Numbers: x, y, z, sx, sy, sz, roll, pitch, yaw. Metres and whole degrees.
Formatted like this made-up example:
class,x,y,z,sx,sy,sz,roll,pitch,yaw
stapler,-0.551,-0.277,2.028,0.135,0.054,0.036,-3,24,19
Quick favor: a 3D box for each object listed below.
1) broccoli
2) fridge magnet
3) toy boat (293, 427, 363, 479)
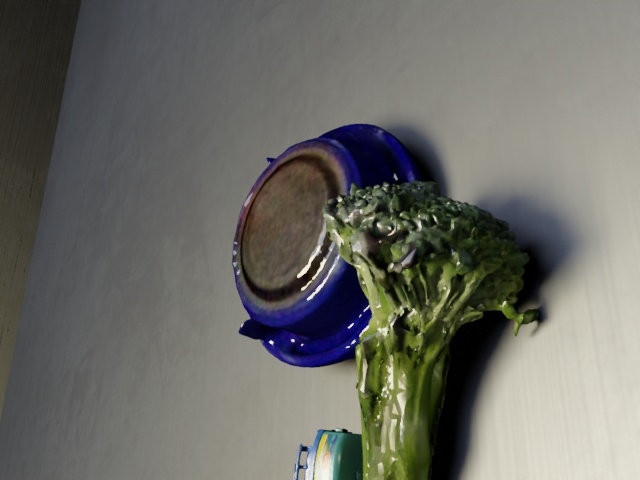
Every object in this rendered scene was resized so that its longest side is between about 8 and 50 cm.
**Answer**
class,x,y,z,sx,sy,sz,roll,pitch,yaw
broccoli,0.069,0.103,0.665,0.165,0.145,0.304,12,101,53
fridge magnet,0.000,0.000,0.845,0.265,0.112,0.266,-23,57,42
toy boat,-0.008,0.262,0.747,0.110,0.091,0.175,-8,72,37
